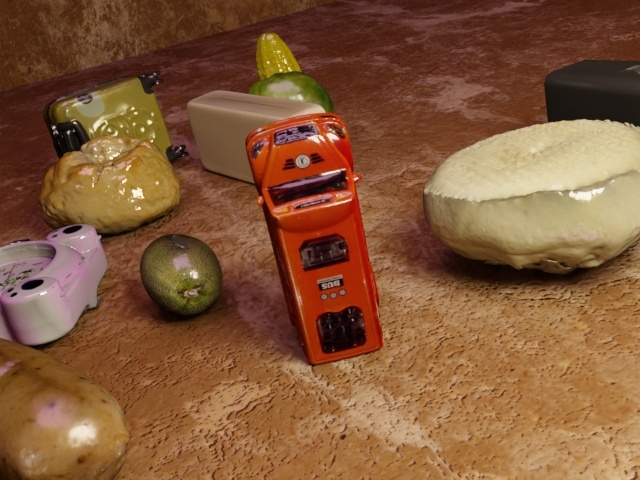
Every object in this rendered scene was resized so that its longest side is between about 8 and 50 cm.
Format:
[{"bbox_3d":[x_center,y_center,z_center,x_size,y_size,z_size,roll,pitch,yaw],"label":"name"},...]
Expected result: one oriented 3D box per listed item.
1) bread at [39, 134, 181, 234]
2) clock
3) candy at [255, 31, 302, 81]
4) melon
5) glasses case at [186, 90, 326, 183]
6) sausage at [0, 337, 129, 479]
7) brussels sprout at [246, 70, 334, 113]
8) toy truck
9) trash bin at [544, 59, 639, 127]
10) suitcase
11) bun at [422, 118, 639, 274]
[{"bbox_3d":[-0.361,-0.097,1.359,0.245,0.134,0.244,-8,23,3],"label":"bread"},{"bbox_3d":[-0.429,0.073,1.085,0.248,0.090,0.227,-11,24,7],"label":"clock"},{"bbox_3d":[-0.080,-0.334,1.659,0.106,0.198,0.094,-13,18,20],"label":"candy"},{"bbox_3d":[-0.180,0.040,1.026,0.099,0.099,0.162,-20,23,-16],"label":"melon"},{"bbox_3d":[-0.108,-0.175,1.394,0.076,0.143,0.336,-28,30,-31],"label":"glasses case"},{"bbox_3d":[-0.383,0.159,0.843,0.501,0.123,0.136,6,60,35],"label":"sausage"},{"bbox_3d":[-0.056,-0.239,1.496,0.162,0.143,0.181,-12,1,5],"label":"brussels sprout"},{"bbox_3d":[0.000,0.000,0.843,0.108,0.252,0.114,-13,29,-1],"label":"toy truck"},{"bbox_3d":[0.422,-0.158,1.092,0.115,0.165,0.225,-22,24,-17],"label":"trash bin"},{"bbox_3d":[-0.401,-0.206,1.543,0.235,0.193,0.143,-26,20,-28],"label":"suitcase"},{"bbox_3d":[0.262,-0.042,0.936,0.287,0.146,0.287,-13,22,5],"label":"bun"}]
